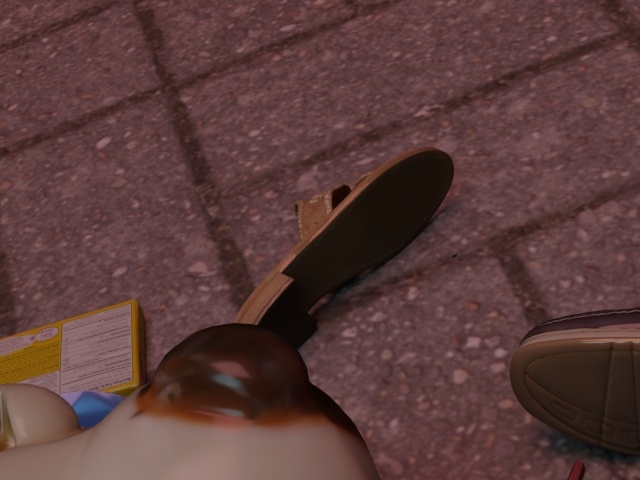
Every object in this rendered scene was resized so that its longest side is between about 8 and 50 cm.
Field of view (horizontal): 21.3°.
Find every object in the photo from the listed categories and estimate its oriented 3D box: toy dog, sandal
[{"bbox_3d":[-0.161,0.192,0.945,0.408,0.395,0.285,-19,77,-4],"label":"toy dog"},{"bbox_3d":[-0.002,-0.004,1.345,0.079,0.088,0.240,28,63,37],"label":"sandal"}]

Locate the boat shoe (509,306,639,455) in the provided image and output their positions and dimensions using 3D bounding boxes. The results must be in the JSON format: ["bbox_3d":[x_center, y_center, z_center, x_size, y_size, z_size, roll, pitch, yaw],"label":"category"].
[{"bbox_3d":[0.270,0.078,1.116,0.285,0.103,0.092,-2,36,17],"label":"boat shoe"}]

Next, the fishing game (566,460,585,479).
[{"bbox_3d":[0.248,0.196,1.028,0.264,0.041,0.189,5,43,30],"label":"fishing game"}]

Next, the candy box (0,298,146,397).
[{"bbox_3d":[-0.239,0.115,1.359,0.206,0.027,0.105,-16,40,6],"label":"candy box"}]

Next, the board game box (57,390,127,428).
[{"bbox_3d":[-0.161,0.187,1.167,0.133,0.169,0.033,-13,-3,-1],"label":"board game box"}]
